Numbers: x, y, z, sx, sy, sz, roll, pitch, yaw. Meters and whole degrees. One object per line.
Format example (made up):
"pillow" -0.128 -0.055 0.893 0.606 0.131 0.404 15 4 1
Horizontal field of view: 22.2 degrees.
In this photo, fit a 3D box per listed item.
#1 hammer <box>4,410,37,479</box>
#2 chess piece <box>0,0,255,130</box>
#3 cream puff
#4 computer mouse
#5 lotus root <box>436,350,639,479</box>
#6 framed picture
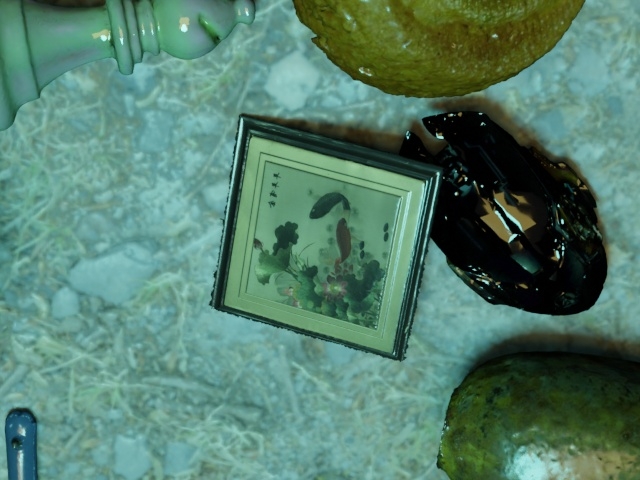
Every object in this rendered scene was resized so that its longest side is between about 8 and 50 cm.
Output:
"hammer" -0.291 0.259 1.580 0.116 0.069 0.194 1 101 2
"chess piece" -0.189 -0.178 1.398 0.272 0.139 0.139 -9 109 -6
"cream puff" 0.088 -0.263 1.300 0.303 0.212 0.303 -15 116 -32
"computer mouse" 0.166 -0.017 1.458 0.146 0.077 0.242 -43 102 13
"lotus root" 0.244 0.184 1.483 0.275 0.160 0.152 5 120 0
"framed picture" 0.000 0.000 1.475 0.199 0.010 0.195 15 110 15
